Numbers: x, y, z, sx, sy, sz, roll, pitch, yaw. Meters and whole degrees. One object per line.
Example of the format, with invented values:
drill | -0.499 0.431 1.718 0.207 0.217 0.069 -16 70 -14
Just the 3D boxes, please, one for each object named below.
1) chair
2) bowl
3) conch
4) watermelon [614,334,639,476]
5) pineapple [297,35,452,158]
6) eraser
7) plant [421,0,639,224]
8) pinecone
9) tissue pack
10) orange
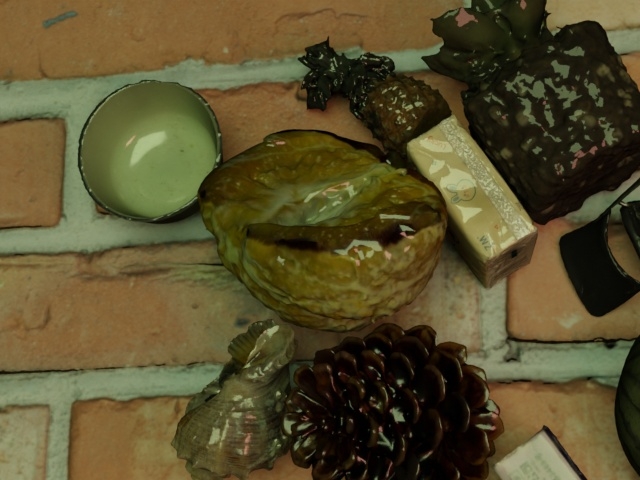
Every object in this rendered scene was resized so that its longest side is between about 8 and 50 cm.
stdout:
chair | 0.441 -0.001 1.548 0.145 0.221 0.140 -5 66 -37
bowl | -0.229 -0.111 1.687 0.211 0.112 0.211 -3 73 8
conch | -0.101 0.207 1.540 0.178 0.163 0.245 40 107 44
watermelon | 0.524 0.214 1.375 0.359 0.279 0.279 14 77 19
pineapple | 0.065 -0.207 1.673 0.237 0.111 0.119 36 52 26
eraser | 0.328 0.369 1.443 0.086 0.130 0.287 -36 72 1
plant | 0.286 -0.199 1.574 0.215 0.213 0.312 -34 69 3
pinecone | 0.076 0.224 1.453 0.246 0.292 0.246 -3 85 40
tissue pack | 0.198 -0.049 1.576 0.092 0.148 0.196 -30 71 -4
orange | 0.000 0.000 1.536 0.270 0.210 0.368 -15 32 -27
